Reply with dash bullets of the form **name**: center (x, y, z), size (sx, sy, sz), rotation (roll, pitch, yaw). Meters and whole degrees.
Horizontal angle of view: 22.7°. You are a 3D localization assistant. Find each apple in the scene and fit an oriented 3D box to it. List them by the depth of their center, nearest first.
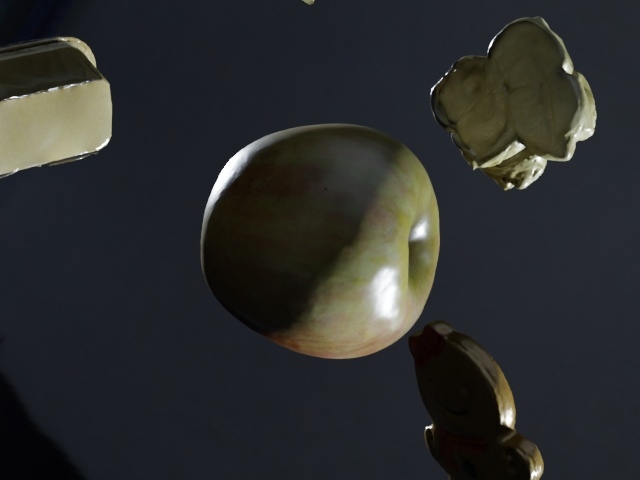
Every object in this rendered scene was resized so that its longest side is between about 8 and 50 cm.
- **apple**: center (0.000, 0.000, 1.723), size (0.234, 0.257, 0.257), rotation (2, 175, 20)

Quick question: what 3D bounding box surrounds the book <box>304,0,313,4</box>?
- **book**: center (-0.046, -0.400, 1.920), size (0.231, 0.161, 0.026), rotation (28, -159, -38)

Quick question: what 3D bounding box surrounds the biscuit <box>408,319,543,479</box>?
- **biscuit**: center (0.148, 0.186, 1.554), size (0.166, 0.036, 0.225), rotation (10, 119, 57)

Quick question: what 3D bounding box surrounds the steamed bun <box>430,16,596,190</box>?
- **steamed bun**: center (0.245, -0.153, 1.892), size (0.106, 0.177, 0.192), rotation (18, -147, -55)

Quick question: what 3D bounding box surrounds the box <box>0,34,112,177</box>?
- **box**: center (-0.259, -0.110, 1.363), size (0.177, 0.111, 0.111), rotation (-17, -141, -36)
